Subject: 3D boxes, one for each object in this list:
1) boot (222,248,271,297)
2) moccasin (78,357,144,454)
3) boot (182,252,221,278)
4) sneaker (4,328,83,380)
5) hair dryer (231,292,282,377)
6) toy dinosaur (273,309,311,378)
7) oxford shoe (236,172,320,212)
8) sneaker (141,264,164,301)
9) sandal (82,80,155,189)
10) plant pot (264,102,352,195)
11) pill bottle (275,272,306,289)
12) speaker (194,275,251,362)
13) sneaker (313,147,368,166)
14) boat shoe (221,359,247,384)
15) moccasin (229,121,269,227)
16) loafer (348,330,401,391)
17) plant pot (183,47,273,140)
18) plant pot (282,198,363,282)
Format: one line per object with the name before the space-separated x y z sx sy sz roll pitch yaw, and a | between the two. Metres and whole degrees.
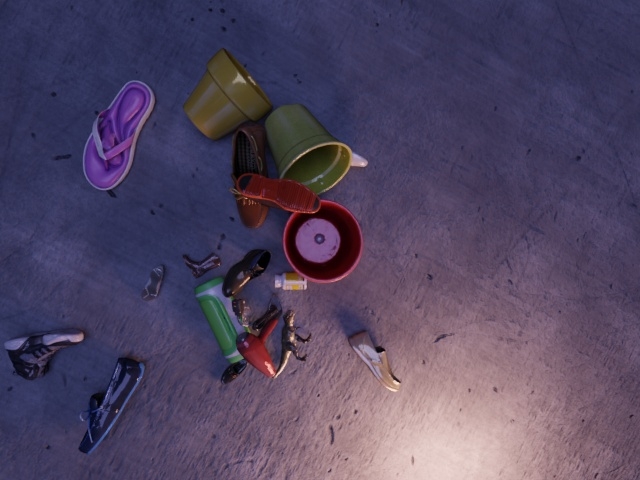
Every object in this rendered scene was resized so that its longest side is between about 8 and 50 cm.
boot | -0.259 0.108 1.538 0.082 0.106 0.219 47 57 -21
moccasin | -0.760 0.572 1.542 0.116 0.137 0.342 33 75 -18
boot | -0.435 0.070 1.602 0.114 0.037 0.106 -31 106 -1
sneaker | -0.962 0.401 1.533 0.268 0.101 0.153 -7 92 1
hair dryer | -0.198 0.335 1.532 0.223 0.080 0.294 2 79 -42
toy dinosaur | -0.100 0.391 1.625 0.118 0.064 0.268 10 92 2
oxford shoe | -0.129 -0.145 1.397 0.271 0.098 0.097 18 77 3
sneaker | -0.604 0.156 1.584 0.053 0.061 0.152 27 107 -12
sandal | -0.733 -0.383 1.540 0.169 0.102 0.416 22 89 -5
plant pot | -0.069 -0.325 1.506 0.276 0.276 0.254 -28 66 -4
pill bottle | -0.111 0.150 1.616 0.116 0.065 0.065 1 90 -5
speaker | -0.342 0.282 1.568 0.131 0.131 0.297 -25 93 -4
sneaker | 0.068 -0.300 1.628 0.212 0.080 0.094 20 94 5
boat shoe | -0.321 0.485 1.615 0.133 0.042 0.049 -45 96 -2
moccasin | -0.246 -0.212 1.508 0.139 0.147 0.380 15 121 10
loafer | 0.217 0.450 1.629 0.092 0.102 0.268 -42 93 3
plant pot | -0.335 -0.486 1.514 0.239 0.254 0.254 -38 93 11
plant pot | 0.000 0.000 1.535 0.274 0.243 0.275 0 91 -4
